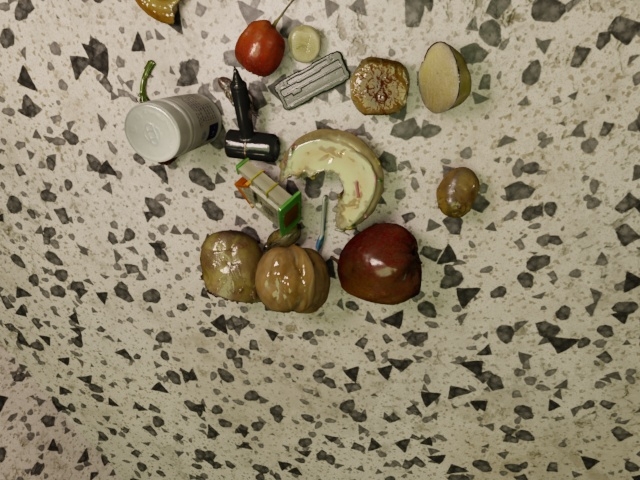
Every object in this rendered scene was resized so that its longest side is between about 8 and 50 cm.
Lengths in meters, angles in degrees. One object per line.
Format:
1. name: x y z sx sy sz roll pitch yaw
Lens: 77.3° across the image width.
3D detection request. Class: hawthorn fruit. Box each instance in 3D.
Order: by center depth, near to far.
1. hawthorn fruit: -0.155 -0.664 1.280 0.165 0.165 0.285 39 107 -7
2. hawthorn fruit: 0.213 0.091 1.465 0.325 0.308 0.308 -26 107 8

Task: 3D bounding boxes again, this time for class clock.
1. clock: -0.197 -0.169 1.480 0.255 0.106 0.219 41 160 13

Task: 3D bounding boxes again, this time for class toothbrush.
1. toothbrush: -0.004 -0.001 1.610 0.040 0.040 0.385 9 114 8

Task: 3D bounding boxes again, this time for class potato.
1. potato: 0.404 -0.506 1.244 0.117 0.182 0.202 -16 92 -20
2. potato: 0.474 -0.165 1.386 0.137 0.137 0.175 24 96 1
3. potato: -0.333 0.083 1.612 0.289 0.301 0.237 14 107 -35

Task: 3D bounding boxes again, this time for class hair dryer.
1. hair dryer: -0.244 -0.421 1.366 0.189 0.107 0.352 8 143 6

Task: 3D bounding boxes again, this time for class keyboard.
1. keyboard: -0.031 -0.547 1.376 0.263 0.016 0.106 -21 109 20

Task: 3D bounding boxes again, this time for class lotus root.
1. lotus root: -0.147 -0.009 1.612 0.179 0.081 0.089 -30 62 18

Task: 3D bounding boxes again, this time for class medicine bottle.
1. medicine bottle: -0.490 -0.393 1.368 0.190 0.332 0.189 5 115 10

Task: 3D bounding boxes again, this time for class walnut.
1. walnut: -0.104 0.149 1.536 0.297 0.285 0.284 0 119 -23

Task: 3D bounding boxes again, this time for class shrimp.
1. shrimp: -0.286 -0.505 1.419 0.075 0.073 0.190 -38 105 12

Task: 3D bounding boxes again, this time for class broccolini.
1. broccolini: -0.624 -0.527 1.498 0.123 0.062 0.271 13 114 -5

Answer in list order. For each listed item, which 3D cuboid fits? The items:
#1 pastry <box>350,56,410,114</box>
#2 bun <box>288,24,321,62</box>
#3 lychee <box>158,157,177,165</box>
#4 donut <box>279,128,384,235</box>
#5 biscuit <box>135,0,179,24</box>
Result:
1. pastry: 0.193 -0.501 1.305 0.193 0.093 0.181 1 114 7
2. bun: -0.052 -0.644 1.307 0.115 0.069 0.115 -1 132 -1
3. lychee: -0.595 -0.352 1.535 0.124 0.123 0.128 11 136 7
4. donut: 0.058 -0.234 1.421 0.371 0.150 0.307 41 113 -6
5. biscuit: -0.528 -0.866 1.296 0.214 0.091 0.274 22 119 0
